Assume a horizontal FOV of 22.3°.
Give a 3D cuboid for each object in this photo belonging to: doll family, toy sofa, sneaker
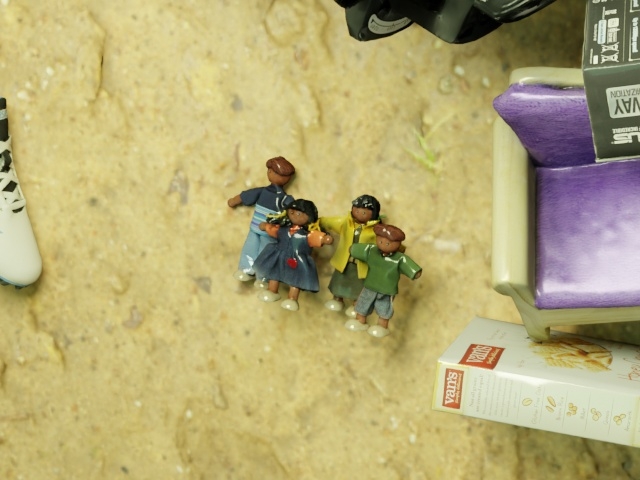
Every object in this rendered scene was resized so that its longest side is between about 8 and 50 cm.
[{"bbox_3d":[0.000,0.000,1.352,0.193,0.076,0.111,15,107,16],"label":"doll family"},{"bbox_3d":[0.306,-0.034,1.180,0.363,0.177,0.150,-4,64,16],"label":"toy sofa"},{"bbox_3d":[-0.299,-0.070,1.418,0.086,0.085,0.237,-23,93,22],"label":"sneaker"}]

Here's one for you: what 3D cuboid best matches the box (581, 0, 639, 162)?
[{"bbox_3d":[0.309,-0.181,1.119,0.243,0.307,0.076,-6,125,15],"label":"box"}]

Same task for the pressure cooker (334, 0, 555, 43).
[{"bbox_3d":[0.060,-0.356,1.090,0.420,0.370,0.375,36,76,22],"label":"pressure cooker"}]

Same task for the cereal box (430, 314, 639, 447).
[{"bbox_3d":[0.218,0.113,1.256,0.240,0.173,0.047,10,101,13],"label":"cereal box"}]
